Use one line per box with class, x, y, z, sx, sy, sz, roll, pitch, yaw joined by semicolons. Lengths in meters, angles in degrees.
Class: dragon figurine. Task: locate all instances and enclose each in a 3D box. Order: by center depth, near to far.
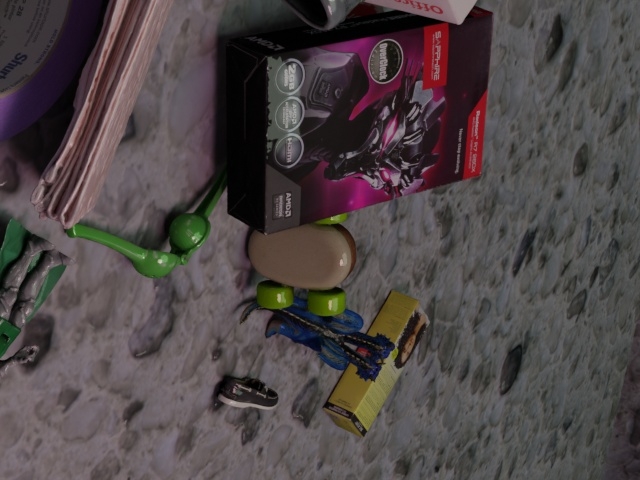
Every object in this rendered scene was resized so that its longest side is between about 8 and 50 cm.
dragon figurine;0.006;0.131;1.931;0.289;0.144;0.085;34;79;-60

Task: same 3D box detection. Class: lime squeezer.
lime squeezer;-0.185;-0.020;1.624;0.310;0.059;0.110;-31;102;-47

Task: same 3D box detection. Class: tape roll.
tape roll;-0.309;-0.222;1.166;0.275;0.090;0.274;-40;140;-44

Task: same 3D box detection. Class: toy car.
toy car;0.000;0.000;1.857;0.188;0.149;0.155;-31;125;-63

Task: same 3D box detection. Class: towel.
towel;-0.198;-0.174;1.314;0.332;0.053;0.317;-147;-101;-82

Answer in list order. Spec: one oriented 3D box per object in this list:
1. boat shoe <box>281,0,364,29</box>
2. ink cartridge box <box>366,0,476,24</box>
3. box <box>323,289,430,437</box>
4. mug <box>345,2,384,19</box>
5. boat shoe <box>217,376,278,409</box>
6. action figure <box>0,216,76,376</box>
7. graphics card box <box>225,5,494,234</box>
boat shoe;-0.079;-0.338;1.362;0.319;0.116;0.099;38;67;-16
ink cartridge box;0.089;-0.375;1.427;0.168;0.171;0.232;-58;146;-17
box;0.095;0.202;2.217;0.232;0.058;0.087;-59;150;-16
mug;0.048;-0.216;1.795;0.150;0.113;0.169;-76;161;-49
boat shoe;-0.097;0.214;1.919;0.125;0.046;0.038;13;102;-52
action figure;-0.345;0.102;1.415;0.232;0.063;0.137;-59;153;-9
graphics card box;0.054;-0.163;1.706;0.371;0.094;0.232;-15;119;-34
